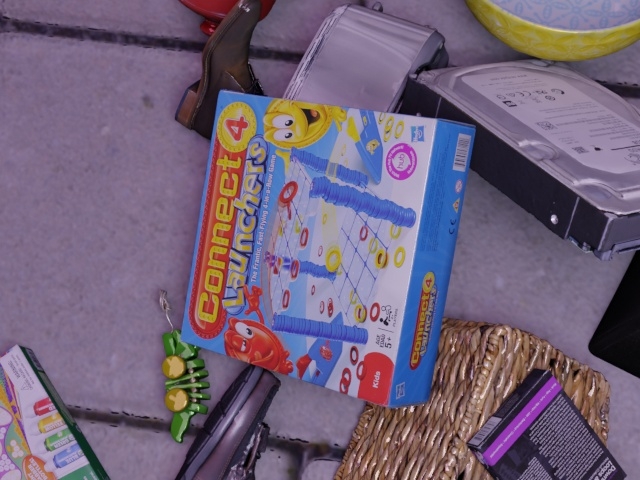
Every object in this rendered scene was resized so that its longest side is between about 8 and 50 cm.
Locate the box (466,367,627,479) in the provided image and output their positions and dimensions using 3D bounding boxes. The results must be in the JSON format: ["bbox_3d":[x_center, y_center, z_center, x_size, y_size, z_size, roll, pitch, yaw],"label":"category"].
[{"bbox_3d":[0.240,0.232,1.184,0.116,0.029,0.162,-43,106,-19],"label":"box"}]

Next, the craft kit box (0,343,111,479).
[{"bbox_3d":[-0.397,0.295,1.352,0.247,0.061,0.250,-36,76,-1],"label":"craft kit box"}]

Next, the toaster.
[{"bbox_3d":[0.050,-0.181,1.395,0.146,0.129,0.227,27,87,15],"label":"toaster"}]

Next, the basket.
[{"bbox_3d":[0.175,0.253,1.291,0.213,0.223,0.299,27,78,-23],"label":"basket"}]

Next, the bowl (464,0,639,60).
[{"bbox_3d":[0.297,-0.318,1.378,0.290,0.156,0.289,-1,61,1],"label":"bowl"}]

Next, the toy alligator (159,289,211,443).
[{"bbox_3d":[-0.162,0.148,1.365,0.051,0.056,0.189,-8,76,3],"label":"toy alligator"}]

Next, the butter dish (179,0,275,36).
[{"bbox_3d":[-0.123,-0.318,1.449,0.160,0.160,0.118,25,112,8],"label":"butter dish"}]

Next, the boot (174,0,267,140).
[{"bbox_3d":[-0.094,-0.202,1.392,0.106,0.219,0.082,36,42,3],"label":"boot"}]

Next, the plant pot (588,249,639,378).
[{"bbox_3d":[0.436,0.076,1.275,0.187,0.167,0.188,28,81,11],"label":"plant pot"}]

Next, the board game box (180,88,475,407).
[{"bbox_3d":[0.000,0.000,1.264,0.302,0.086,0.308,12,95,36],"label":"board game box"}]

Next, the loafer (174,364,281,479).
[{"bbox_3d":[-0.123,0.288,1.316,0.095,0.109,0.302,33,87,-8],"label":"loafer"}]

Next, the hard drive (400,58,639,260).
[{"bbox_3d":[0.279,-0.105,1.252,0.237,0.064,0.339,-11,38,-31],"label":"hard drive"}]
